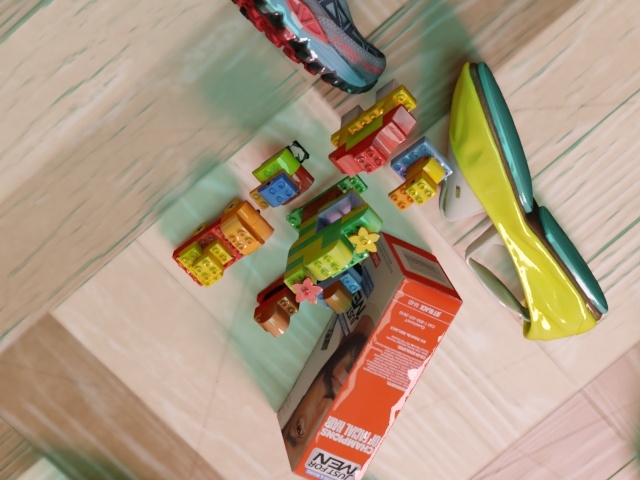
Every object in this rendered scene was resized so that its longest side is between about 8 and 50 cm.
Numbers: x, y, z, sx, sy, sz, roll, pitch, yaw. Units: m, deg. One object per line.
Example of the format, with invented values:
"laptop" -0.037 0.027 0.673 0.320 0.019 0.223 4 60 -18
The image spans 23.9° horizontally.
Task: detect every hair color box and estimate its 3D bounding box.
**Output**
"hair color box" 0.032 0.088 1.096 0.053 0.093 0.167 23 105 -17

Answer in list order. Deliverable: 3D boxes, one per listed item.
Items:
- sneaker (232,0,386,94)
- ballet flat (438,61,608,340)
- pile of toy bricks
"sneaker" -0.018 -0.210 0.965 0.125 0.104 0.262 -39 117 -1
"ballet flat" 0.130 -0.017 1.087 0.077 0.077 0.231 -23 116 17
"pile of toy bricks" 0.000 0.000 1.024 0.212 0.105 0.118 -35 113 23
